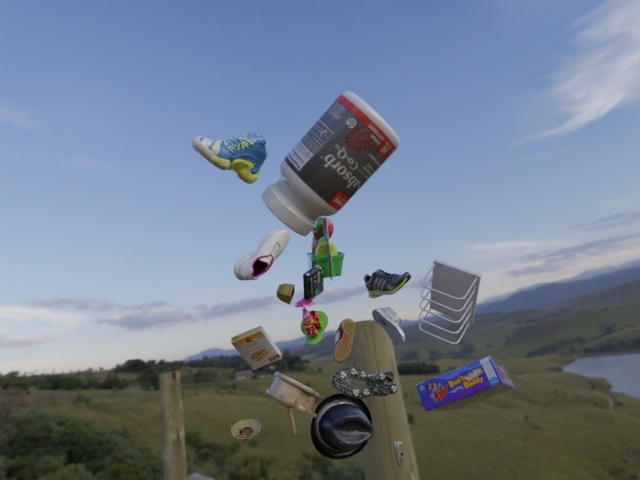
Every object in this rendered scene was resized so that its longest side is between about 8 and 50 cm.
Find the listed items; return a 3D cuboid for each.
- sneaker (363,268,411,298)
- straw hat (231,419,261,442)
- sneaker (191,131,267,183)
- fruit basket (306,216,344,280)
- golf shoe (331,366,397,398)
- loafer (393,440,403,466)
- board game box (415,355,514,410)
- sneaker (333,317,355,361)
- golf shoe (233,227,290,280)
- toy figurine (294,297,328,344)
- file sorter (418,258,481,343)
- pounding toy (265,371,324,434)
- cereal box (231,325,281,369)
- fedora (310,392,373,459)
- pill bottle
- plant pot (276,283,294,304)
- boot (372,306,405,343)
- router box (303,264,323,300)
[{"bbox_3d":[0.312,0.196,2.069,0.111,0.121,0.299,-35,5,-40],"label":"sneaker"},{"bbox_3d":[-0.337,0.880,1.932,0.144,0.061,0.144,-2,10,0],"label":"straw hat"},{"bbox_3d":[-0.213,-0.232,1.059,0.126,0.091,0.240,-54,-23,5],"label":"sneaker"},{"bbox_3d":[0.000,0.000,2.042,0.165,0.354,0.327,-13,6,-8],"label":"fruit basket"},{"bbox_3d":[0.143,0.518,1.515,0.272,0.105,0.120,16,-35,-28],"label":"golf shoe"},{"bbox_3d":[0.355,0.956,1.910,0.039,0.125,0.045,-11,15,1],"label":"loafer"},{"bbox_3d":[0.469,0.463,1.351,0.233,0.078,0.347,-28,-30,17],"label":"board game box"},{"bbox_3d":[0.092,0.417,1.773,0.069,0.186,0.084,25,-26,-9],"label":"sneaker"},{"bbox_3d":[-0.221,0.065,1.803,0.140,0.306,0.115,8,-42,52],"label":"golf shoe"},{"bbox_3d":[-0.053,0.320,1.774,0.130,0.173,0.159,-14,-49,15],"label":"toy figurine"},{"bbox_3d":[0.514,0.257,1.742,0.192,0.278,0.173,20,45,31],"label":"file sorter"},{"bbox_3d":[-0.107,0.548,1.433,0.154,0.155,0.270,15,-23,28],"label":"pounding toy"},{"bbox_3d":[-0.325,0.554,2.188,0.172,0.047,0.240,-24,-56,6],"label":"cereal box"},{"bbox_3d":[0.124,0.880,1.996,0.333,0.335,0.152,0,-10,-24],"label":"fedora"},{"bbox_3d":[0.021,-0.199,1.155,0.363,0.210,0.210,-47,-27,11],"label":"pill bottle"},{"bbox_3d":[-0.188,0.277,2.256,0.083,0.082,0.081,14,-40,7],"label":"plant pot"},{"bbox_3d":[0.402,0.448,2.317,0.123,0.258,0.095,-9,-52,-32],"label":"boot"},{"bbox_3d":[-0.028,0.172,1.733,0.038,0.123,0.092,18,34,31],"label":"router box"}]
